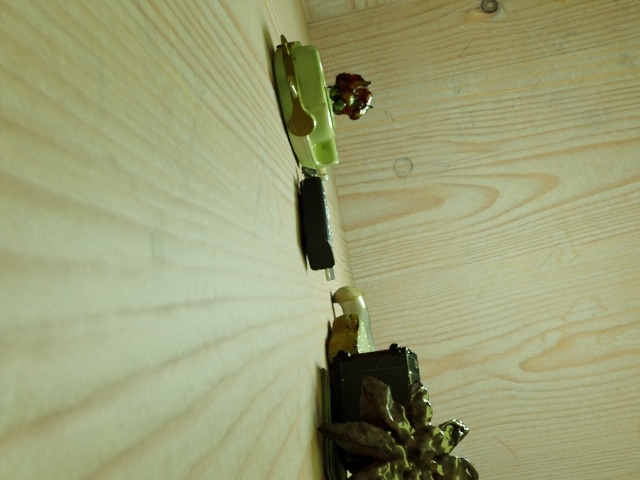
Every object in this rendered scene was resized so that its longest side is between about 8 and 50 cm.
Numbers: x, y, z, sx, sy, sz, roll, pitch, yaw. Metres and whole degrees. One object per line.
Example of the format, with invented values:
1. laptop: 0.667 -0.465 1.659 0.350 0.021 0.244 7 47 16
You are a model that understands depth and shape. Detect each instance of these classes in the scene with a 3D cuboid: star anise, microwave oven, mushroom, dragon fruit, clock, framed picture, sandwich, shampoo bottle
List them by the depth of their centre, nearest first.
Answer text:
1. star anise: 0.152 0.393 1.026 0.117 0.332 0.331 128 -39 -51
2. framed picture: 0.033 0.426 1.169 0.274 0.017 0.217 -92 170 -59
3. microwave oven: 0.125 0.361 1.226 0.178 0.188 0.247 51 32 -67
4. shampoo bottle: -0.012 -0.071 1.405 0.309 0.071 0.098 -95 172 -46
5. clock: -0.038 -0.370 1.490 0.348 0.117 0.286 66 14 -69
6. dragon fruit: 0.073 -0.384 1.499 0.138 0.142 0.175 54 36 6
7. sandwich: 0.088 0.349 1.509 0.301 0.099 0.271 -57 132 -78
8. mushroom: 0.119 0.306 1.807 0.159 0.122 0.328 -163 -118 -85

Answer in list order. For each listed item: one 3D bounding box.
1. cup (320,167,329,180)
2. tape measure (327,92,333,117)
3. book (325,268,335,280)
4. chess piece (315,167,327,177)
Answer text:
1. cup: -0.012 -0.243 1.961 0.054 0.075 0.083 9 -61 56
2. tape measure: -0.014 -0.470 2.055 0.175 0.106 0.199 -144 -136 -77
3. book: 0.025 0.067 1.850 0.182 0.014 0.127 30 49 -83
4. chess piece: -0.022 -0.293 1.876 0.060 0.060 0.171 4 73 -85
